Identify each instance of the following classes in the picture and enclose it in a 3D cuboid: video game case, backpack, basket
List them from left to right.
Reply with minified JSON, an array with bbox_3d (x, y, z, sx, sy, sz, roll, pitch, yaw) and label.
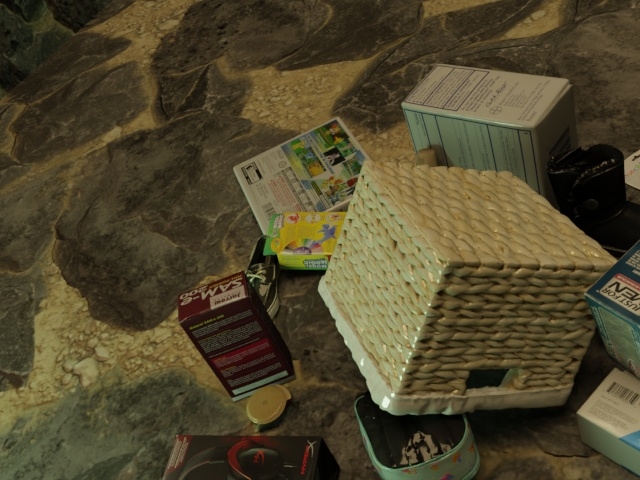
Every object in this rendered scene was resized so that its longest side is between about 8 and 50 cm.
[{"bbox_3d":[-0.031,-0.146,1.815,0.300,0.036,0.329,-26,40,-2],"label":"video game case"},{"bbox_3d":[0.151,0.305,1.167,0.166,0.144,0.188,-20,22,-2],"label":"backpack"},{"bbox_3d":[0.216,0.066,1.196,0.329,0.266,0.331,2,31,-22],"label":"basket"}]

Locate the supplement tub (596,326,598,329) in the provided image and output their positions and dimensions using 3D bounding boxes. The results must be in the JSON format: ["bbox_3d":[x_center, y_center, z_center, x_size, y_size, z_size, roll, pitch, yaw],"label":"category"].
[{"bbox_3d":[0.542,0.082,1.257,0.198,0.106,0.106,-15,42,9],"label":"supplement tub"}]

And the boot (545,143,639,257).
[{"bbox_3d":[0.526,-0.067,1.342,0.247,0.207,0.094,5,49,28],"label":"boot"}]

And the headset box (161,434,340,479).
[{"bbox_3d":[-0.137,0.426,1.208,0.293,0.110,0.218,-5,45,21],"label":"headset box"}]

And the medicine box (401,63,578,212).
[{"bbox_3d":[0.338,-0.187,1.512,0.289,0.263,0.149,19,56,37],"label":"medicine box"}]

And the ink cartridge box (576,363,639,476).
[{"bbox_3d":[0.499,0.239,1.125,0.203,0.085,0.148,-41,43,-19],"label":"ink cartridge box"}]

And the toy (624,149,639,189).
[{"bbox_3d":[0.683,-0.134,1.454,0.137,0.056,0.237,-34,42,-13],"label":"toy"}]

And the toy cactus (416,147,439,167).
[{"bbox_3d":[0.208,-0.092,1.537,0.112,0.180,0.219,-24,30,-28],"label":"toy cactus"}]

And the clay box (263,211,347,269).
[{"bbox_3d":[0.000,0.000,1.607,0.222,0.053,0.127,-1,46,11],"label":"clay box"}]

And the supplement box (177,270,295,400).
[{"bbox_3d":[-0.147,0.175,1.376,0.130,0.239,0.073,-21,41,3],"label":"supplement box"}]

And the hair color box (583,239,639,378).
[{"bbox_3d":[0.548,0.032,1.093,0.347,0.174,0.105,-42,40,-7],"label":"hair color box"}]

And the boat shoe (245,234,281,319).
[{"bbox_3d":[-0.127,0.081,1.594,0.078,0.070,0.219,-11,43,15],"label":"boat shoe"}]

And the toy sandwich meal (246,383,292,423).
[{"bbox_3d":[-0.093,0.297,1.387,0.086,0.029,0.085,-14,46,15],"label":"toy sandwich meal"}]
